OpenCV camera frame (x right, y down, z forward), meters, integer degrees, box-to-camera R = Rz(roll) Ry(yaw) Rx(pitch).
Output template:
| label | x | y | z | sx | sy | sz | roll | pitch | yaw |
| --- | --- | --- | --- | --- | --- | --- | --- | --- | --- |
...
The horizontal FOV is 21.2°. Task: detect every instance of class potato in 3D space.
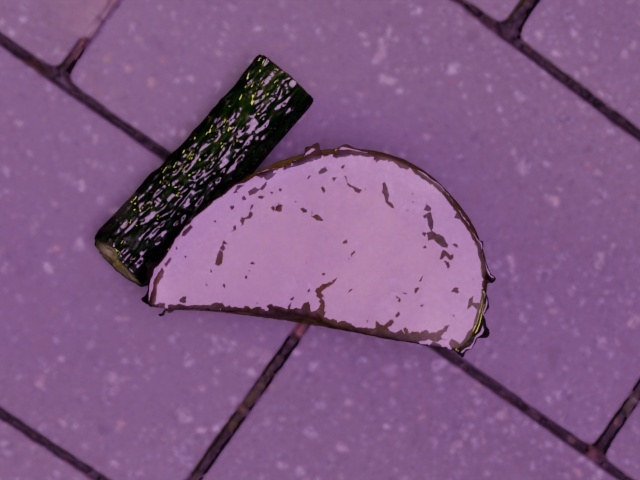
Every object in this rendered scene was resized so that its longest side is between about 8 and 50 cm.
| label | x | y | z | sx | sy | sz | roll | pitch | yaw |
| --- | --- | --- | --- | --- | --- | --- | --- | --- | --- |
| potato | 0.000 | 0.000 | 1.223 | 0.243 | 0.098 | 0.138 | 9 | 91 | -7 |

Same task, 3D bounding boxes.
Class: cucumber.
| label | x | y | z | sx | sy | sz | roll | pitch | yaw |
| --- | --- | --- | --- | --- | --- | --- | --- | --- | --- |
| cucumber | -0.084 | -0.047 | 1.225 | 0.058 | 0.058 | 0.187 | 43 | 88 | -10 |
